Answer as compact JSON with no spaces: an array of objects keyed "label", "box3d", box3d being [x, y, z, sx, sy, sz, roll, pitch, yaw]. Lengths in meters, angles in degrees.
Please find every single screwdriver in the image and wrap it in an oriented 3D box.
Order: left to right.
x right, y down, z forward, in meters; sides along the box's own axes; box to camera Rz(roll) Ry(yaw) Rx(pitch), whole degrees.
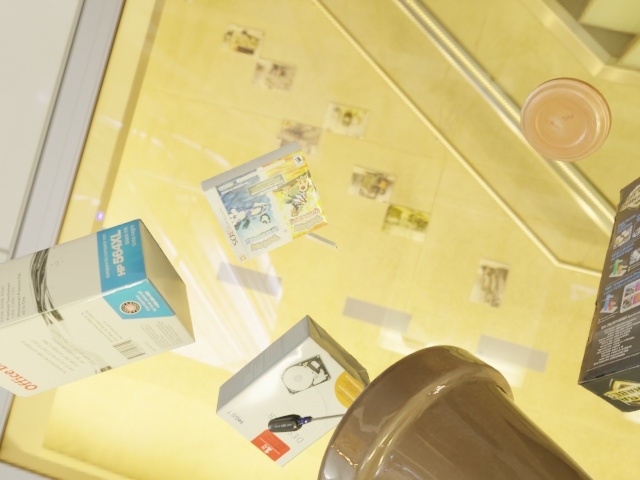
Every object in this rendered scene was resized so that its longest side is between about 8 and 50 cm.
[{"label":"screwdriver","box3d":[0.000,0.235,0.797,0.170,0.025,0.024,-22,142,26]}]

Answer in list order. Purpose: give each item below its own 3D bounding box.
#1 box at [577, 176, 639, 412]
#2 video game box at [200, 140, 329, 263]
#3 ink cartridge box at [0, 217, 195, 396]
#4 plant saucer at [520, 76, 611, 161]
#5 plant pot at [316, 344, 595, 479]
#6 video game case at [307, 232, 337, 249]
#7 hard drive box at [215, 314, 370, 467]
[{"label":"box","box3d":[0.393,-0.004,0.564,0.073,0.293,0.295,32,148,-3]},{"label":"video game box","box3d":[-0.105,-0.071,1.172,0.048,0.205,0.187,-120,7,-52]},{"label":"ink cartridge box","box3d":[-0.256,0.077,0.631,0.203,0.085,0.148,-17,146,-2]},{"label":"plant saucer","box3d":[0.231,-0.113,0.569,0.084,0.083,0.013,15,-141,33]},{"label":"plant pot","box3d":[0.165,0.269,0.599,0.263,0.262,0.229,16,-173,-42]},{"label":"video game case","box3d":[0.000,0.000,1.450,0.087,0.011,0.122,25,176,7]},{"label":"hard drive box","box3d":[-0.048,0.283,1.115,0.181,0.232,0.089,45,-168,-19]}]
